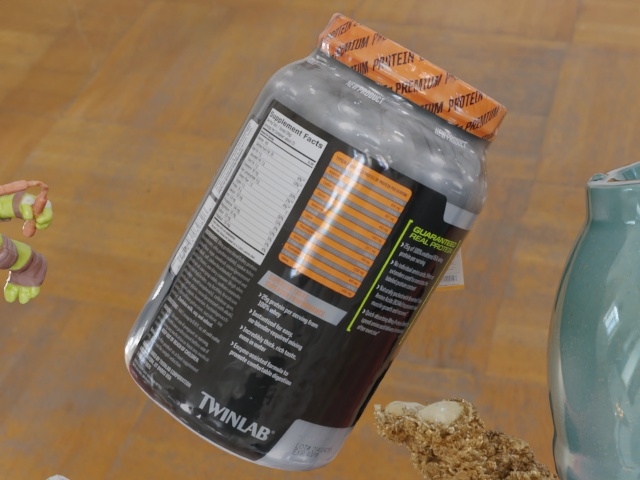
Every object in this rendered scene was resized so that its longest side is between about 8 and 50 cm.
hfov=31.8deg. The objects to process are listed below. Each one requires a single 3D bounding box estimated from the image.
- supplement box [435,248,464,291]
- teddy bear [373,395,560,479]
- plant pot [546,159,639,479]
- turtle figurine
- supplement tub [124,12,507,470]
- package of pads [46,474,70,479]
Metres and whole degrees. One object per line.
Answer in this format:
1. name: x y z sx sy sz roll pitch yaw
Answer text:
1. supplement box: 0.115 -0.008 1.076 0.036 0.098 0.062 -5 35 7
2. teddy bear: 0.207 0.304 1.398 0.245 0.338 0.113 1 55 48
3. plant pot: 0.279 0.035 0.742 0.293 0.196 0.293 -14 5 1
4. turtle figurine: -0.359 -0.010 1.047 0.270 0.217 0.087 -11 64 4
5. supplement tub: 0.000 0.000 0.866 0.194 0.316 0.193 30 8 -5
6. package of pads: -0.306 0.487 1.556 0.297 0.229 0.101 31 22 -1
